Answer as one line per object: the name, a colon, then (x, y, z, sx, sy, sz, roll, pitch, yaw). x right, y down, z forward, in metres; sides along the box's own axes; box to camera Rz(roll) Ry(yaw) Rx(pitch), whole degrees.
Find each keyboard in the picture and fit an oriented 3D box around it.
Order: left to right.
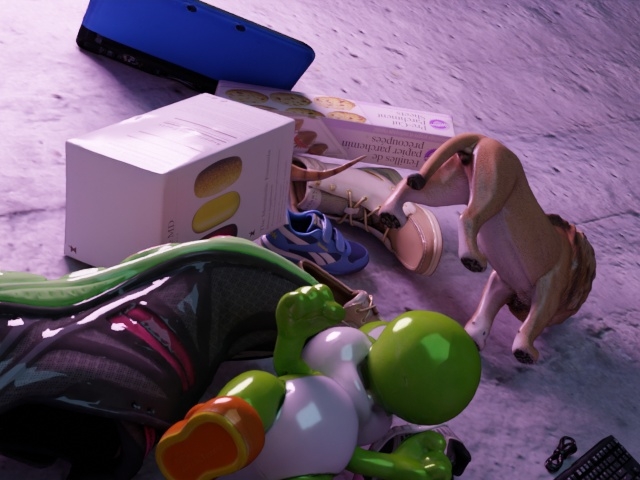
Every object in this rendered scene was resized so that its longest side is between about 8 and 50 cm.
keyboard: (0.305, 0.269, 1.382, 0.108, 0.023, 0.180, 43, 34, 20)

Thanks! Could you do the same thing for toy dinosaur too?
toy dinosaur: (-0.064, -0.091, 1.499, 0.212, 0.112, 0.064, 25, 35, 7)

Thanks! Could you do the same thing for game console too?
game console: (-0.165, -0.301, 1.657, 0.293, 0.173, 0.250, 21, 34, -14)

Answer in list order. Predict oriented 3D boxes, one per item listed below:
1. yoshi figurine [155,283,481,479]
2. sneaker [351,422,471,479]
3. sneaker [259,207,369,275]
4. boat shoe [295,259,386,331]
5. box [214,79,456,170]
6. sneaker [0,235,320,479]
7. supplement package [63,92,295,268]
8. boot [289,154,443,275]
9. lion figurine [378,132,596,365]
yoshi figurine: (0.031, 0.148, 1.099, 0.203, 0.203, 0.362, 24, 26, 19)
sneaker: (0.098, 0.230, 1.238, 0.075, 0.063, 0.170, 39, 29, 25)
sneaker: (0.000, 0.000, 1.479, 0.144, 0.059, 0.053, 15, 34, -23)
boat shoe: (0.033, 0.082, 1.393, 0.170, 0.059, 0.063, 31, 33, 2)
box: (0.016, -0.151, 1.623, 0.324, 0.063, 0.067, 9, 36, -5)
sneaker: (-0.187, 0.124, 1.106, 0.483, 0.185, 0.202, -10, 68, -40)
supplement package: (-0.153, -0.060, 1.344, 0.134, 0.139, 0.244, 19, 28, 27)
boot: (0.052, -0.035, 1.549, 0.165, 0.077, 0.213, 9, 31, -29)
lion figurine: (0.224, -0.014, 1.472, 0.142, 0.392, 0.240, 8, 52, 36)
